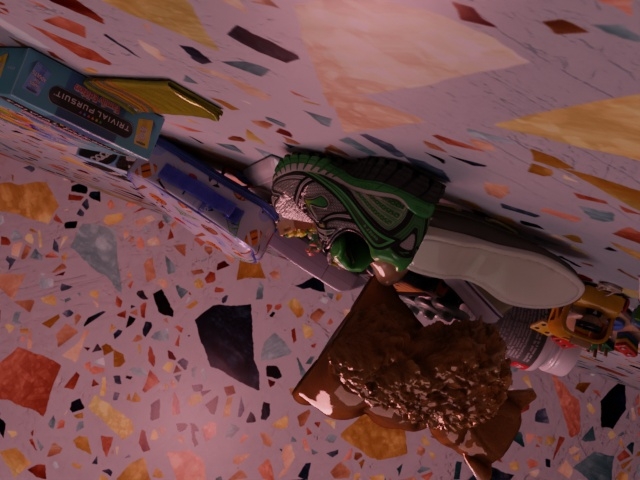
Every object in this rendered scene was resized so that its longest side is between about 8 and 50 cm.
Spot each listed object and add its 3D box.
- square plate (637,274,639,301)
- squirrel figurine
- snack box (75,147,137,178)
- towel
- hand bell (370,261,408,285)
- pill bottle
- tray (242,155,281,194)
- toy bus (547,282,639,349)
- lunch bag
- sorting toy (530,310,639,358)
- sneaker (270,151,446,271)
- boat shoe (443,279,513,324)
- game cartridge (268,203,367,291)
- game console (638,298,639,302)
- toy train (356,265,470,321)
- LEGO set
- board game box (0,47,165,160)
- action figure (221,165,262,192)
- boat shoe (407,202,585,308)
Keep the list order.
[{"bbox_3d":[0.564,0.199,1.180,0.347,0.049,0.344,52,-161,29],"label":"square plate"},{"bbox_3d":[0.185,0.256,1.550,0.370,0.281,0.397,35,168,1],"label":"squirrel figurine"},{"bbox_3d":[-0.354,-0.143,1.996,0.321,0.060,0.187,18,174,14],"label":"snack box"},{"bbox_3d":[-0.244,-0.203,1.291,0.102,0.021,0.237,24,172,-42],"label":"towel"},{"bbox_3d":[0.034,-0.028,1.496,0.242,0.126,0.126,25,172,-22],"label":"hand bell"},{"bbox_3d":[0.412,0.185,1.947,0.283,0.161,0.161,21,174,-5],"label":"pill bottle"},{"bbox_3d":[-0.052,-0.096,1.578,0.145,0.030,0.270,21,174,-14],"label":"tray"},{"bbox_3d":[0.472,0.138,1.604,0.202,0.104,0.191,25,172,-40],"label":"toy bus"},{"bbox_3d":[-0.212,-0.074,1.714,0.303,0.115,0.243,31,169,4],"label":"lunch bag"},{"bbox_3d":[0.541,0.185,1.755,0.274,0.046,0.132,-13,139,44],"label":"sorting toy"},{"bbox_3d":[0.022,-0.040,1.286,0.134,0.146,0.343,24,173,-31],"label":"sneaker"},{"bbox_3d":[0.239,0.030,1.474,0.302,0.094,0.109,45,-166,-44],"label":"boat shoe"},{"bbox_3d":[-0.039,0.011,1.927,0.297,0.062,0.198,34,-167,12],"label":"game cartridge"},{"bbox_3d":[0.623,0.132,1.498,0.144,0.085,0.124,24,142,-35],"label":"game console"},{"bbox_3d":[0.191,0.060,1.731,0.190,0.142,0.334,31,172,-12],"label":"toy train"},{"bbox_3d":[0.000,0.000,1.625,0.132,0.107,0.287,5,-174,4],"label":"LEGO set"},{"bbox_3d":[-0.457,-0.228,1.485,0.336,0.079,0.253,14,172,46],"label":"board game box"},{"bbox_3d":[-0.136,-0.110,1.741,0.115,0.030,0.038,20,169,-16],"label":"action figure"},{"bbox_3d":[0.252,0.019,1.327,0.304,0.091,0.109,17,133,-17],"label":"boat shoe"}]
